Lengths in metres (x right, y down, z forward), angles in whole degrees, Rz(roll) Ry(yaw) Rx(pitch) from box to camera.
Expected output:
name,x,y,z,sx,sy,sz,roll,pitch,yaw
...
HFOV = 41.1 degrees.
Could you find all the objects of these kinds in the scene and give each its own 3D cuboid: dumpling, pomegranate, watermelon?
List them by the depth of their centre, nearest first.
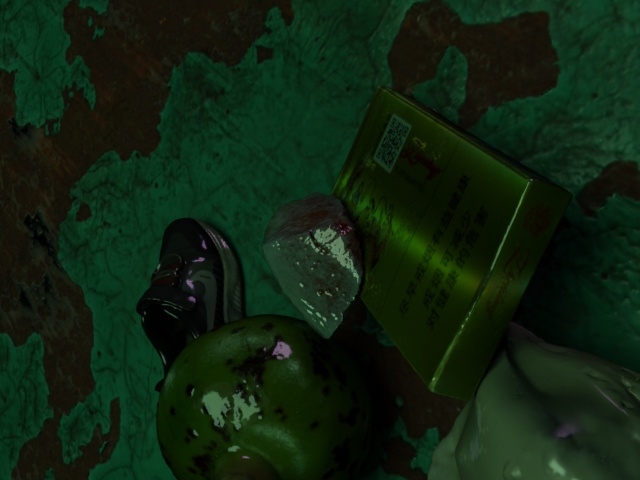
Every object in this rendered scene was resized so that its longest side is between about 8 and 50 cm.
name,x,y,z,sx,sy,sz,roll,pitch,yaw
dumpling,0.189,0.209,0.620,0.318,0.187,0.243,45,116,41
pomegranate,-0.058,0.185,0.799,0.211,0.263,0.211,4,118,8
watermelon,-0.008,0.004,0.813,0.094,0.081,0.180,-42,37,9

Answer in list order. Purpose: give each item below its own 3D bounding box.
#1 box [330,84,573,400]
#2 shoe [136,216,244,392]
name,x,y,z,sx,sy,sz,roll,pitch,yaw
box,0.084,-0.018,0.734,0.173,0.043,0.311,-67,24,14
shoe,-0.151,0.078,0.961,0.099,0.112,0.227,-30,70,35
